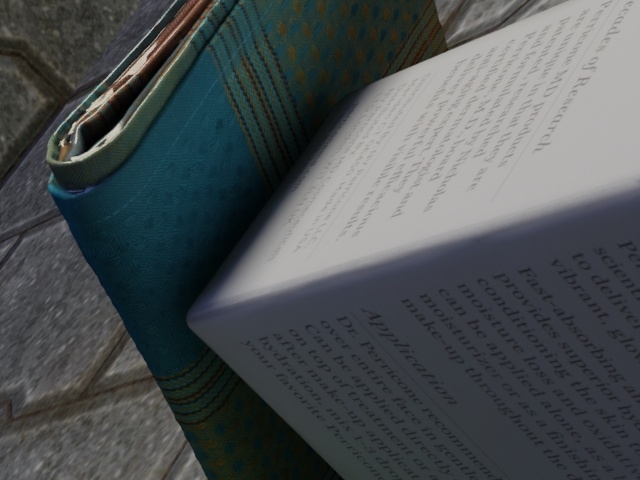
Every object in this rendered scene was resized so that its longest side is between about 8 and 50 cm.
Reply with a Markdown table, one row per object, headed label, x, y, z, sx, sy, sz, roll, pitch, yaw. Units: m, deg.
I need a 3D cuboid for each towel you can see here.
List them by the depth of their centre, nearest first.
| label | x | y | z | sx | sy | sz | roll | pitch | yaw |
| --- | --- | --- | --- | --- | --- | --- | --- | --- | --- |
| towel | 0.000 | 0.000 | 0.975 | 0.040 | 0.370 | 0.271 | 14 | 54 | 31 |

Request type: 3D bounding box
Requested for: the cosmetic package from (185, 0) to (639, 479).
| label | x | y | z | sx | sy | sz | roll | pitch | yaw |
| --- | --- | --- | --- | --- | --- | --- | --- | --- | --- |
| cosmetic package | 0.175 | 0.015 | 0.741 | 0.453 | 0.230 | 0.161 | -17 | 33 | 52 |
